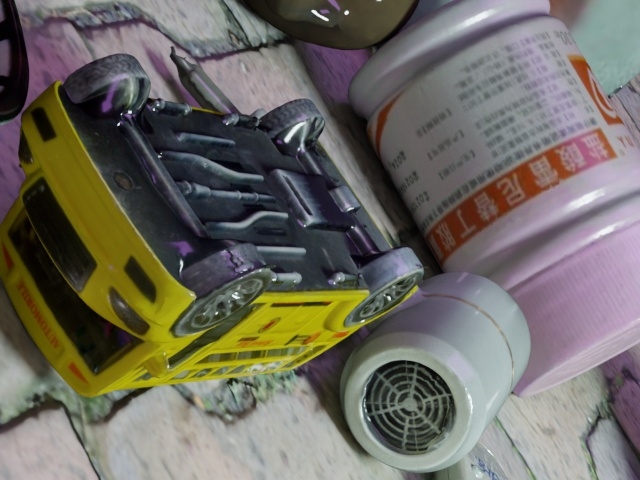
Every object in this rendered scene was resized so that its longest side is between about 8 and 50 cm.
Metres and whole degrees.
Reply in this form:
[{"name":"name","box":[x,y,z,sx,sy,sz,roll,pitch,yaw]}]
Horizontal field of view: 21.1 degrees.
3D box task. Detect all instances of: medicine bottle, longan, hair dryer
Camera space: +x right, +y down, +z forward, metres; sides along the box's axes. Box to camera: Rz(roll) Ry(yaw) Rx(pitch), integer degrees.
[{"name":"medicine bottle","box":[0.180,-0.045,1.498,0.316,0.202,0.202,61,22,12]},{"name":"longan","box":[0.002,-0.242,1.456,0.185,0.159,0.204,41,35,-6]},{"name":"hair dryer","box":[0.000,0.000,1.245,0.357,0.107,0.173,48,21,3]}]

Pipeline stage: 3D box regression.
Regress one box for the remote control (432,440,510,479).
[{"name":"remote control","box":[0.113,0.227,1.205,0.078,0.042,0.221,45,26,-28]}]

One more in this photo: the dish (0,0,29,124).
[{"name":"dish","box":[-0.260,-0.152,0.813,0.303,0.120,0.303,60,11,-19]}]

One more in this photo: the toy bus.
[{"name":"toy bus","box":[-0.071,0.004,0.988,0.144,0.152,0.330,57,19,15]}]

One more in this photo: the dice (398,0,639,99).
[{"name":"dice","box":[0.209,-0.286,1.752,0.268,0.264,0.262,41,16,-15]}]
